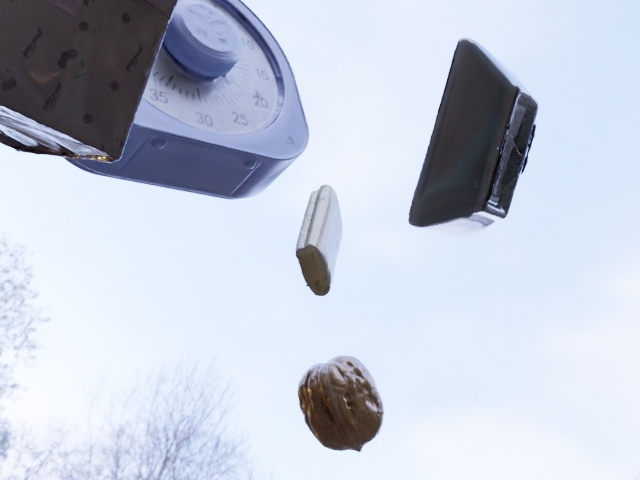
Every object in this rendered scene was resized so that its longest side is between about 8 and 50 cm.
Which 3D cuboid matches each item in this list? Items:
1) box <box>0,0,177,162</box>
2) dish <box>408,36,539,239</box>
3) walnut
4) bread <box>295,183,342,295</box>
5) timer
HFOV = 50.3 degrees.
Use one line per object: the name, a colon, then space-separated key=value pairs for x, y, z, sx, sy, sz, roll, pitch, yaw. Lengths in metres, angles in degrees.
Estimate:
box: x=-0.318 y=-0.212 z=0.595 sx=0.225 sy=0.191 sz=0.297 roll=10 pitch=-12 yaw=44
dish: x=0.215 y=-0.116 z=0.880 sx=0.080 sy=0.182 sz=0.243 roll=19 pitch=-85 yaw=35
walnut: x=0.040 y=0.315 z=1.302 sx=0.155 sy=0.155 sz=0.184 roll=-29 pitch=-101 yaw=24
bread: x=0.000 y=0.000 z=1.305 sx=0.060 sy=0.178 sz=0.140 roll=-1 pitch=-49 yaw=13
timer: x=-0.205 y=-0.260 z=0.982 sx=0.395 sy=0.395 sz=0.173 roll=40 pitch=-48 yaw=-14
